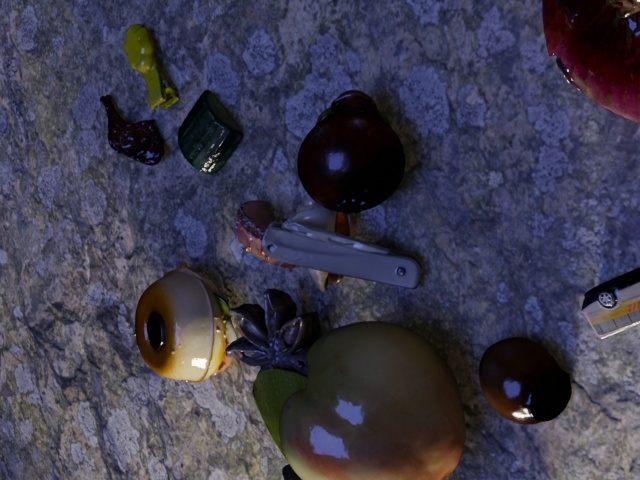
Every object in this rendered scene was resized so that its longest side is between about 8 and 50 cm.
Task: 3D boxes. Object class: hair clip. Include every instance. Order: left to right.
[{"bbox_3d":[-0.330,-0.331,2.030,0.072,0.046,0.173,-29,80,37],"label":"hair clip"}]

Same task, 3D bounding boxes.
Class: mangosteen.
[{"bbox_3d":[0.048,-0.141,1.680,0.199,0.199,0.200,12,108,39],"label":"mangosteen"}]

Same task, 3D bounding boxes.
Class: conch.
[{"bbox_3d":[0.006,0.000,1.790,0.094,0.104,0.176,-8,97,61],"label":"conch"}]

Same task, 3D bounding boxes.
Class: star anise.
[{"bbox_3d":[-0.050,0.190,1.880,0.223,0.109,0.236,30,132,26],"label":"star anise"}]

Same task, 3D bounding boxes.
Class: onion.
[{"bbox_3d":[0.412,-0.299,1.239,0.347,0.285,0.348,2,94,33],"label":"onion"}]

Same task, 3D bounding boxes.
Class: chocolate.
[{"bbox_3d":[0.295,0.207,1.597,0.133,0.127,0.124,13,79,51],"label":"chocolate"}]

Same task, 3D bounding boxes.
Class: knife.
[{"bbox_3d":[0.034,0.021,1.728,0.265,0.040,0.073,15,113,7],"label":"knife"}]

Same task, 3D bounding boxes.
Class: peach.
[{"bbox_3d":[0.087,0.275,1.662,0.292,0.292,0.247,52,165,19],"label":"peach"}]

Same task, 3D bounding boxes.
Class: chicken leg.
[{"bbox_3d":[-0.377,-0.213,2.100,0.205,0.053,0.093,29,96,25],"label":"chicken leg"}]

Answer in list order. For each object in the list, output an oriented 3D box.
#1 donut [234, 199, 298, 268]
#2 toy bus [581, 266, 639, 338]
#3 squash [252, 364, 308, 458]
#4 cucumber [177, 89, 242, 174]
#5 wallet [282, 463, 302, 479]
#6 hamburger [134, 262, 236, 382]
[{"bbox_3d":[-0.093,-0.007,1.860,0.166,0.117,0.065,38,118,29],"label":"donut"},{"bbox_3d":[0.441,0.075,1.456,0.172,0.057,0.072,-31,86,42],"label":"toy bus"},{"bbox_3d":[-0.059,0.316,1.845,0.184,0.085,0.192,32,135,12],"label":"squash"},{"bbox_3d":[-0.210,-0.198,1.951,0.116,0.062,0.115,53,125,16],"label":"cucumber"},{"bbox_3d":[0.036,0.468,1.916,0.250,0.044,0.149,-14,96,42],"label":"wallet"},{"bbox_3d":[-0.259,0.165,2.028,0.236,0.147,0.237,7,99,51],"label":"hamburger"}]
